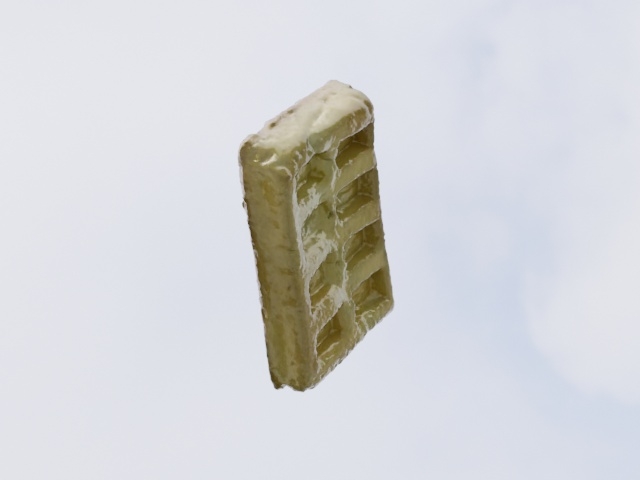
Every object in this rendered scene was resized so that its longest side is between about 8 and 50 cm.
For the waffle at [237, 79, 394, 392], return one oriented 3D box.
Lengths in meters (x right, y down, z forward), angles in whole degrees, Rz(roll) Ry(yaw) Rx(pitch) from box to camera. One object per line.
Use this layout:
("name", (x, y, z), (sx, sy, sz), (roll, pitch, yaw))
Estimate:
("waffle", (0.000, 0.000, 1.198), (0.057, 0.168, 0.274), (13, -55, 31))
